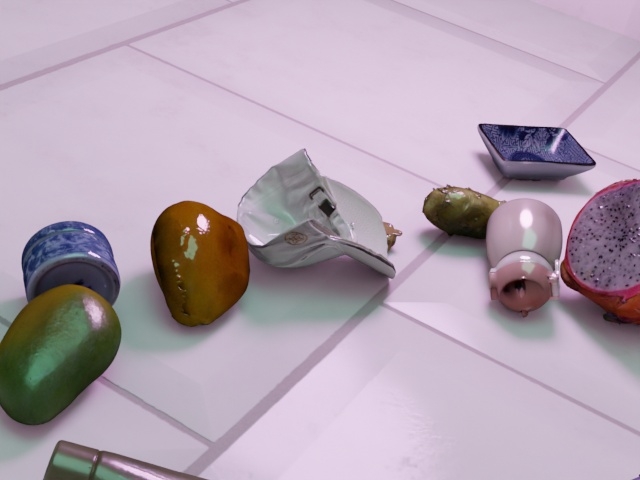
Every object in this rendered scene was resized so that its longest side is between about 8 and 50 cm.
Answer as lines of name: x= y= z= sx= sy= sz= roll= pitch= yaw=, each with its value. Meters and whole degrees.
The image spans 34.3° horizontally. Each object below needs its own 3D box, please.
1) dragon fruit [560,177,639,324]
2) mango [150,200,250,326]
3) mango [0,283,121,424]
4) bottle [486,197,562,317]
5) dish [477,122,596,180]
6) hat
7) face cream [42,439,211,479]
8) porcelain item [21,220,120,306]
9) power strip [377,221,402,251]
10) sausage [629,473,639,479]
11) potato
dragon fruit: x=0.623 y=0.035 z=1.959 sx=0.189 sy=0.290 sz=0.291 roll=34 pitch=18 yaw=-36
mango: x=-0.216 y=0.036 z=1.743 sx=0.166 sy=0.136 sz=0.236 roll=40 pitch=30 yaw=-49
mango: x=-0.389 y=0.167 z=1.511 sx=0.156 sy=0.114 sz=0.251 roll=28 pitch=46 yaw=0
bottle: x=0.385 y=0.042 z=1.968 sx=0.147 sy=0.148 sz=0.236 roll=14 pitch=40 yaw=1
dish: x=0.496 y=-0.196 z=2.430 sx=0.243 sy=0.080 sz=0.182 roll=0 pitch=34 yaw=-16
hat: x=0.000 y=-0.006 z=1.919 sx=0.301 sy=0.168 sz=0.258 roll=31 pitch=28 yaw=-21
face cream: x=-0.187 y=0.343 z=1.343 sx=0.341 sy=0.084 sz=0.137 roll=17 pitch=22 yaw=-7
porcelain item: x=-0.398 y=0.050 z=1.649 sx=0.147 sy=0.147 sz=0.114 roll=0 pitch=34 yaw=-20
power strip: x=0.009 y=-0.034 z=2.032 sx=0.305 sy=0.044 sz=0.064 roll=13 pitch=32 yaw=-3
sausage: x=0.437 y=0.387 z=1.530 sx=0.145 sy=0.048 sz=0.050 roll=-10 pitch=77 yaw=-32
potato: x=0.313 y=-0.053 z=2.107 sx=0.225 sy=0.117 sz=0.090 roll=13 pitch=66 yaw=-18
